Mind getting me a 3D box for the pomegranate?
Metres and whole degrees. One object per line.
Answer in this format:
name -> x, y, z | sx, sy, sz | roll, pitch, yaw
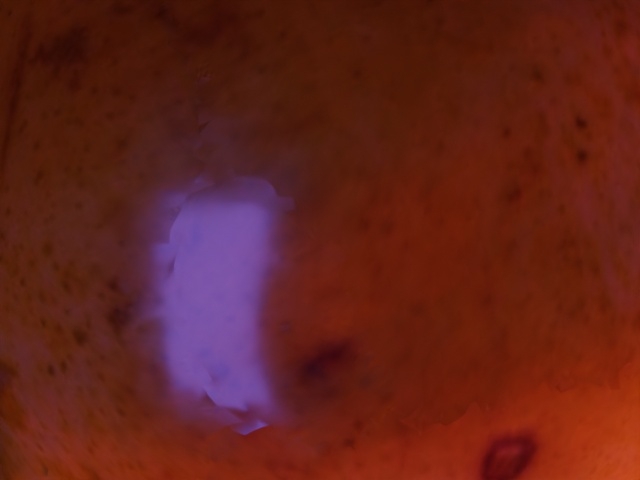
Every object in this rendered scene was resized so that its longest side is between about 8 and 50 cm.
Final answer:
pomegranate -> 0.000, 0.000, 0.512 | 0.417, 0.417, 0.416 | 7, 106, 25
